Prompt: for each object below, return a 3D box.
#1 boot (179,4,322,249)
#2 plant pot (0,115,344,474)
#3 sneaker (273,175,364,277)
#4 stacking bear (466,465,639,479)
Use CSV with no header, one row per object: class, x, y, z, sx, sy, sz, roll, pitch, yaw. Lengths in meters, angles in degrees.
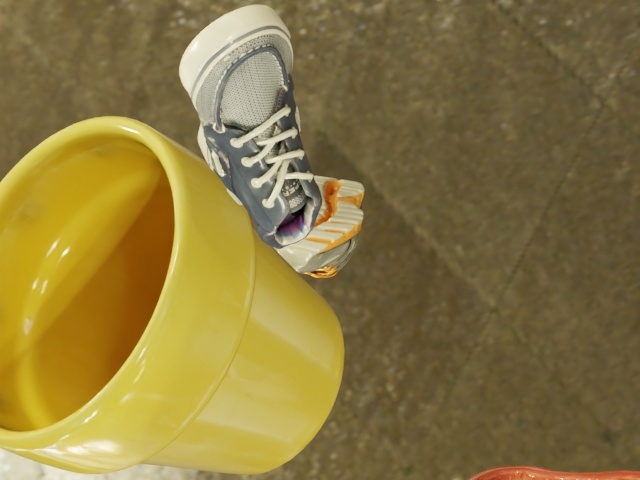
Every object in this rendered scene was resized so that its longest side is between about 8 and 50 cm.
boot,-0.030,-0.062,0.910,0.086,0.069,0.190,57,172,15
plant pot,-0.115,0.067,1.185,0.254,0.239,0.254,-21,56,34
sneaker,0.000,0.000,1.497,0.084,0.215,0.083,12,107,10
stacking bear,0.204,0.356,1.352,0.175,0.164,0.289,-2,94,33
